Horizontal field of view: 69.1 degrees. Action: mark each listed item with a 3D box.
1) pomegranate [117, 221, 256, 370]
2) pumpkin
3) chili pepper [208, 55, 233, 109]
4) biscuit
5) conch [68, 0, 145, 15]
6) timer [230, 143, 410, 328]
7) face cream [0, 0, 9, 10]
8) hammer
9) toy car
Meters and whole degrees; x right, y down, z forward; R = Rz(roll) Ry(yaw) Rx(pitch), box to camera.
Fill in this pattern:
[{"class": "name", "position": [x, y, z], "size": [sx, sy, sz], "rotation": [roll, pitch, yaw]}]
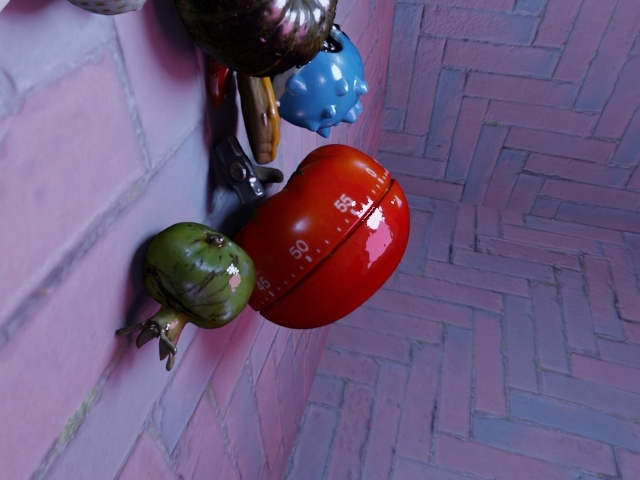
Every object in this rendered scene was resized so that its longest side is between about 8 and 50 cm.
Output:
[{"class": "pomegranate", "position": [-0.183, 0.070, 0.631], "size": [0.191, 0.151, 0.131], "rotation": [-52, 167, -19]}, {"class": "pumpkin", "position": [-0.072, -0.326, 0.586], "size": [0.237, 0.159, 0.238], "rotation": [-18, 116, -42]}, {"class": "chili pepper", "position": [-0.139, -0.290, 0.695], "size": [0.059, 0.050, 0.191], "rotation": [-95, -163, -64]}, {"class": "biscuit", "position": [-0.098, -0.217, 0.767], "size": [0.170, 0.049, 0.171], "rotation": [167, -90, -76]}, {"class": "conch", "position": [-0.182, -0.251, 0.370], "size": [0.153, 0.102, 0.136], "rotation": [14, -79, 59]}, {"class": "timer", "position": [0.000, 0.000, 0.926], "size": [0.378, 0.279, 0.378], "rotation": [-43, -174, 6]}, {"class": "face cream", "position": [-0.226, -0.157, 0.252], "size": [0.224, 0.114, 0.070], "rotation": [-67, -167, -15]}, {"class": "hammer", "position": [-0.120, -0.134, 0.930], "size": [0.111, 0.043, 0.365], "rotation": [62, 8, -3]}, {"class": "toy car", "position": [0.005, -0.309, 0.924], "size": [0.188, 0.190, 0.255], "rotation": [-44, -170, 28]}]
